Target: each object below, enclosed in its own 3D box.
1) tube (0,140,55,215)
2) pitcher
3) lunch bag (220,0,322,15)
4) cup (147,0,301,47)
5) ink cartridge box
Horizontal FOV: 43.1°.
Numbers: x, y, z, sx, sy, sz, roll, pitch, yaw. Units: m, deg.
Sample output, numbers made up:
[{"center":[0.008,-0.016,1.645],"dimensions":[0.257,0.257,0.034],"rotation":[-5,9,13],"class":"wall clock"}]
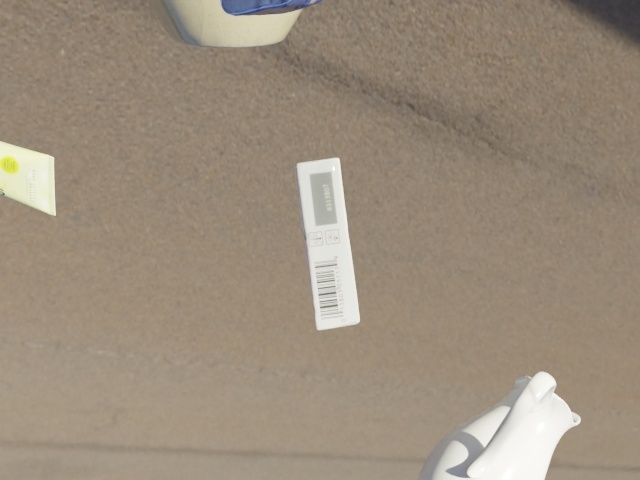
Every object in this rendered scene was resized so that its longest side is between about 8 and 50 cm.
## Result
[{"center":[-0.445,-0.105,1.026],"dimensions":[0.240,0.062,0.070],"rotation":[19,171,5],"class":"tube"},{"center":[0.197,0.241,0.910],"dimensions":[0.207,0.125,0.178],"rotation":[-48,150,-6],"class":"pitcher"},{"center":[-0.046,-0.242,0.743],"dimensions":[0.098,0.067,0.065],"rotation":[2,-167,34],"class":"lunch bag"},{"center":[-0.132,-0.403,1.137],"dimensions":[0.331,0.331,0.237],"rotation":[-3,113,-11],"class":"cup"},{"center":[0.000,0.000,0.998],"dimensions":[0.066,0.189,0.232],"rotation":[-8,-177,-8],"class":"ink cartridge box"}]
